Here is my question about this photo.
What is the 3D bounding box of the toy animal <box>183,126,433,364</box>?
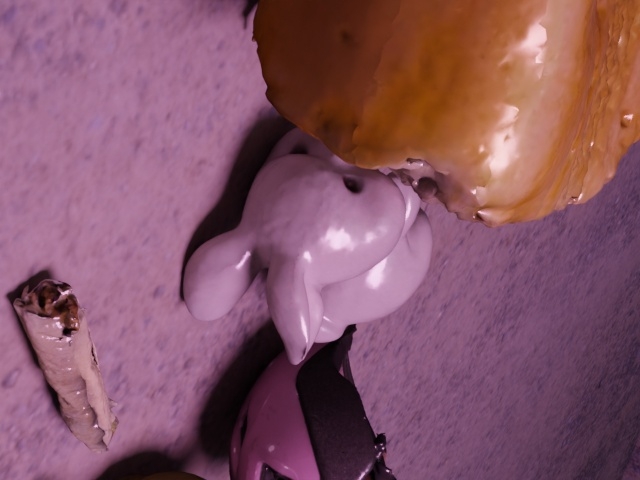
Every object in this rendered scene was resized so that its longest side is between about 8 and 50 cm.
[{"bbox_3d":[0.001,0.007,1.015,0.178,0.127,0.193,-62,157,10],"label":"toy animal"}]

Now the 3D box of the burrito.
[{"bbox_3d":[-0.175,0.093,0.891,0.185,0.041,0.045,85,1,-49],"label":"burrito"}]

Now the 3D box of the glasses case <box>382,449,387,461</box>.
[{"bbox_3d":[0.028,0.317,1.470,0.102,0.070,0.193,-72,172,-57],"label":"glasses case"}]

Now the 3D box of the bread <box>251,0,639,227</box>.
[{"bbox_3d":[0.128,-0.239,0.858,0.361,0.250,0.394,-19,129,-57],"label":"bread"}]

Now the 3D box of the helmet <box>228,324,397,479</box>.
[{"bbox_3d":[-0.009,0.190,1.136,0.154,0.253,0.198,-17,112,-7],"label":"helmet"}]

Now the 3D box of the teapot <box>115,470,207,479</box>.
[{"bbox_3d":[-0.119,0.282,1.021,0.173,0.183,0.269,-52,153,-13],"label":"teapot"}]
